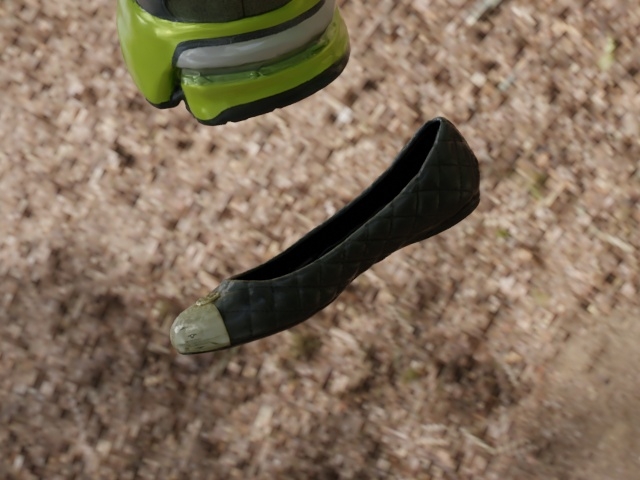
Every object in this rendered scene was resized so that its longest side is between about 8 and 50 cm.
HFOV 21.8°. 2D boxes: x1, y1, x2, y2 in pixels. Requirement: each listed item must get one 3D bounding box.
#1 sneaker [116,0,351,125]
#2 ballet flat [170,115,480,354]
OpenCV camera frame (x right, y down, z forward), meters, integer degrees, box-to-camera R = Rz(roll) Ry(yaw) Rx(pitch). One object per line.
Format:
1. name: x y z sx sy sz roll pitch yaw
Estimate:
1. sneaker: -0.059 -0.181 0.708 0.111 0.121 0.300 -15 42 -12
2. ballet flat: 0.000 0.000 0.788 0.173 0.049 0.057 -32 21 -16
